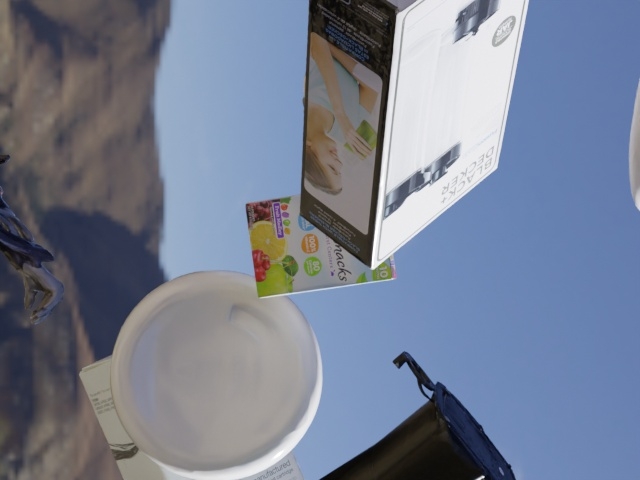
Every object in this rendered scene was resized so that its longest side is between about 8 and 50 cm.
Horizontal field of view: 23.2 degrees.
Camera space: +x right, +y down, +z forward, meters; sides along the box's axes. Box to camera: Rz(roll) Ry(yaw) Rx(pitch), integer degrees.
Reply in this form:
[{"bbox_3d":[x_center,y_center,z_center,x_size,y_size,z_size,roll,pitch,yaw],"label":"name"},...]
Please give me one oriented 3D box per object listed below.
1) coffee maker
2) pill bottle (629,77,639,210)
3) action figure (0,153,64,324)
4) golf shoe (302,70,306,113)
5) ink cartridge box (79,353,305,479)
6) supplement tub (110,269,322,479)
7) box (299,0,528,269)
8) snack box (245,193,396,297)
[{"bbox_3d":[0.064,0.218,1.411,0.171,0.178,0.120,56,13,13],"label":"coffee maker"},{"bbox_3d":[0.371,-0.074,1.116,0.152,0.272,0.152,9,90,-68],"label":"pill bottle"},{"bbox_3d":[-0.305,0.029,1.261,0.164,0.141,0.275,-12,-134,39],"label":"action figure"},{"bbox_3d":[0.074,-0.172,1.550,0.077,0.198,0.093,40,-36,51],"label":"golf shoe"},{"bbox_3d":[-0.167,0.251,2.055,0.114,0.197,0.272,-26,-92,52],"label":"ink cartridge box"},{"bbox_3d":[-0.115,0.159,1.790,0.316,0.228,0.228,103,-14,-83],"label":"supplement tub"},{"bbox_3d":[0.073,-0.131,1.212,0.087,0.169,0.290,38,-32,24],"label":"box"},{"bbox_3d":[0.000,0.000,1.588,0.037,0.141,0.100,-7,89,-80],"label":"snack box"}]
